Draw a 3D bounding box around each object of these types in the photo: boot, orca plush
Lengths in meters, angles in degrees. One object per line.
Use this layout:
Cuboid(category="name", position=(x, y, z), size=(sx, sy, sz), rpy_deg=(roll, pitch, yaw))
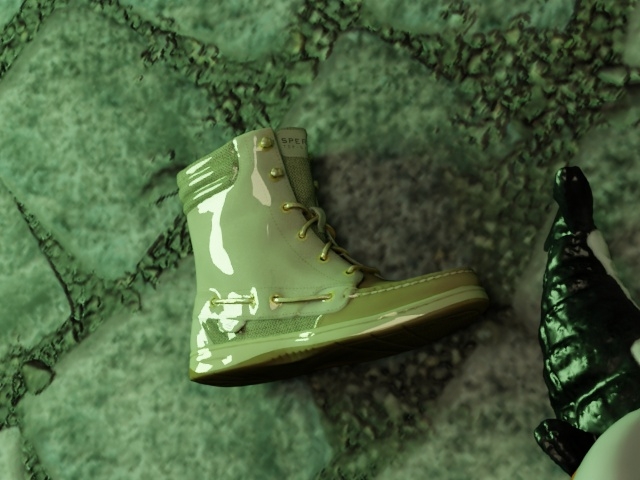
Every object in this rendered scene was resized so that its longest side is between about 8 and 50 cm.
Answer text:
Cuboid(category="boot", position=(0.000, 0.000, 0.962), size=(0.213, 0.077, 0.165), rpy_deg=(-15, 71, 25))
Cuboid(category="orca plush", position=(0.168, 0.090, 0.812), size=(0.151, 0.102, 0.287), rpy_deg=(-36, 61, 48))

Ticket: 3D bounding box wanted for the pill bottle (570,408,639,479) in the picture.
Cuboid(category="pill bottle", position=(0.140, 0.287, 0.690), size=(0.224, 0.224, 0.392), rpy_deg=(42, 124, 26))
